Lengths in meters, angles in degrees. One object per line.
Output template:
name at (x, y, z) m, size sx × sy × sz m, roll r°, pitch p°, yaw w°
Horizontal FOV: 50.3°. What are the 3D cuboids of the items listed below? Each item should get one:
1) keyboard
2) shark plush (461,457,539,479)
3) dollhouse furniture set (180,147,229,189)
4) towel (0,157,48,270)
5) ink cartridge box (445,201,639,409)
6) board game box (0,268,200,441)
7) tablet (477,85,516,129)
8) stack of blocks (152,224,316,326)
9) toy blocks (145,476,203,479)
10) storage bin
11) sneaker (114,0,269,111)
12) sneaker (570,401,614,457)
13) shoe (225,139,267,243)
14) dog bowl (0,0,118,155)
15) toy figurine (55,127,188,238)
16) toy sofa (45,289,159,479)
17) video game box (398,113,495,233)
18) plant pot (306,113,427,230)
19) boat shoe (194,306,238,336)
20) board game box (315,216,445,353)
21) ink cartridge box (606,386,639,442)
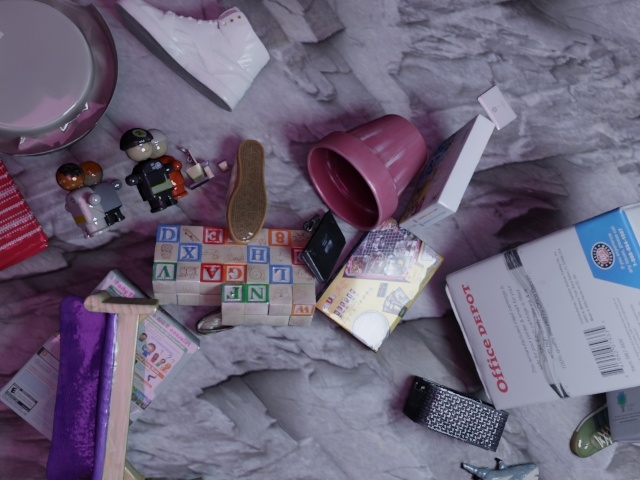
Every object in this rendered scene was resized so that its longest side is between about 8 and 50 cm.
keyboard at (0.000, 0.000, 1.326) m, size 0.023 × 0.180 × 0.108 m, roll -20°, pitch 110°, yaw 25°
shark plush at (0.380, 0.495, 1.450) m, size 0.161 × 0.073 × 0.067 m, roll 7°, pitch 67°, yaw 11°
dollhouse furniture set at (-0.235, -0.161, 1.320) m, size 0.091 × 0.114 × 0.081 m, roll -30°, pitch 89°, yaw -6°
towel at (-0.666, -0.062, 1.291) m, size 0.199 × 0.031 × 0.274 m, roll -30°, pitch 92°, yaw -6°
ink cartridge box at (0.462, 0.128, 1.257) m, size 0.166 × 0.395 × 0.285 m, roll -12°, pitch 79°, yaw -41°
board game box at (-0.411, 0.239, 1.292) m, size 0.224 × 0.097 × 0.303 m, roll 43°, pitch 84°, yaw -7°
tablet at (0.382, -0.287, 1.474) m, size 0.054 × 0.006 × 0.083 m, roll -36°, pitch 94°, yaw -8°
stack of blocks at (-0.164, 0.067, 1.299) m, size 0.297 × 0.087 × 0.171 m, roll 3°, pitch 54°, yaw -8°
toy blocks at (-0.331, 0.617, 1.272) m, size 0.382 × 0.191 × 0.260 m, roll -12°, pitch 102°, yaw -10°
storage bin at (0.272, 0.350, 1.384) m, size 0.180 × 0.122 × 0.084 m, roll 22°, pitch 85°, yaw -8°
sneaker at (-0.239, -0.409, 1.334) m, size 0.292 × 0.108 × 0.169 m, roll 39°, pitch 82°, yaw -16°
sneaker at (0.623, 0.395, 1.457) m, size 0.192 × 0.086 × 0.064 m, roll -41°, pitch 95°, yaw -8°
shoe at (-0.143, -0.089, 1.326) m, size 0.077 × 0.058 × 0.219 m, roll 12°, pitch 66°, yaw -16°
dog bowl at (-0.550, -0.315, 1.263) m, size 0.349 × 0.102 × 0.348 m, roll 2°, pitch 83°, yaw -13°
toy figurine at (-0.362, -0.111, 1.245) m, size 0.210 × 0.213 × 0.148 m, roll -21°, pitch 101°, yaw 3°
toy sofa at (-0.382, 0.270, 1.173) m, size 0.177 × 0.150 × 0.362 m, roll 6°, pitch 89°, yaw -11°
video game box at (0.244, -0.125, 1.338) m, size 0.048 × 0.187 × 0.205 m, roll 31°, pitch 72°, yaw -10°
plant pot at (0.104, -0.149, 1.343) m, size 0.180 × 0.201 × 0.201 m, roll -39°, pitch 95°, yaw -23°
boat shoe at (-0.176, 0.152, 1.353) m, size 0.152 × 0.049 × 0.056 m, roll -26°, pitch 92°, yaw -9°
board game box at (0.119, 0.084, 1.406) m, size 0.165 × 0.042 × 0.243 m, roll 38°, pitch 84°, yaw -7°
ink cartridge box at (0.688, 0.185, 1.345) m, size 0.151 × 0.270 × 0.395 m, roll 5°, pitch 68°, yaw -11°
